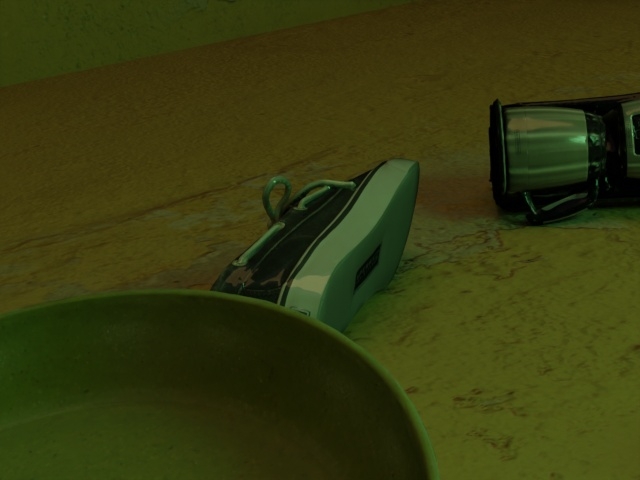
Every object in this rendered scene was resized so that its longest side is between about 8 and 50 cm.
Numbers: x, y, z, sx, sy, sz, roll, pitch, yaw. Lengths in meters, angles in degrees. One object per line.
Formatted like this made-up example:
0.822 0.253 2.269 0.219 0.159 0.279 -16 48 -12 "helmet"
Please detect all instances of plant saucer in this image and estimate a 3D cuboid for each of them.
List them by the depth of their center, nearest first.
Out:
-0.083 0.099 0.357 0.240 0.037 0.241 -11 33 7 "plant saucer"

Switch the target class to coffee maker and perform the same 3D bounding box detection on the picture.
0.257 -0.094 1.336 0.178 0.120 0.171 -3 16 4 "coffee maker"

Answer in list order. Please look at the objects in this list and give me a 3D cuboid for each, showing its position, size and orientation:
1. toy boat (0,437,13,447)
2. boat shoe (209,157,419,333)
0.001 0.177 0.434 0.318 0.148 0.267 17 -4 15 "toy boat"
-0.001 0.004 1.098 0.104 0.113 0.306 16 31 15 "boat shoe"
